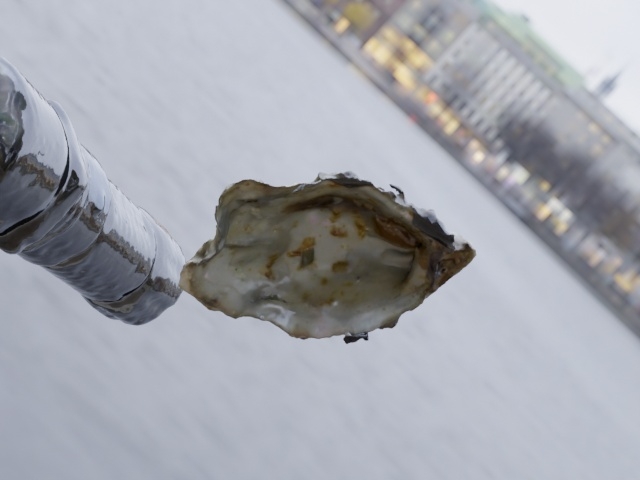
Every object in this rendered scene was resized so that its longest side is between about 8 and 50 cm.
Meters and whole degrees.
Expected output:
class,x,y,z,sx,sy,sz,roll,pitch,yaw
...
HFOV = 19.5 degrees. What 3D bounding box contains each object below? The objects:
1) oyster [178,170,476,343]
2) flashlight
class,x,y,z,sx,sy,sz,roll,pitch,yaw
oyster,0.007,0.004,0.979,0.148,0.103,0.051,14,33,-8
flashlight,-0.177,-0.023,1.255,0.103,0.103,0.424,44,-3,16
